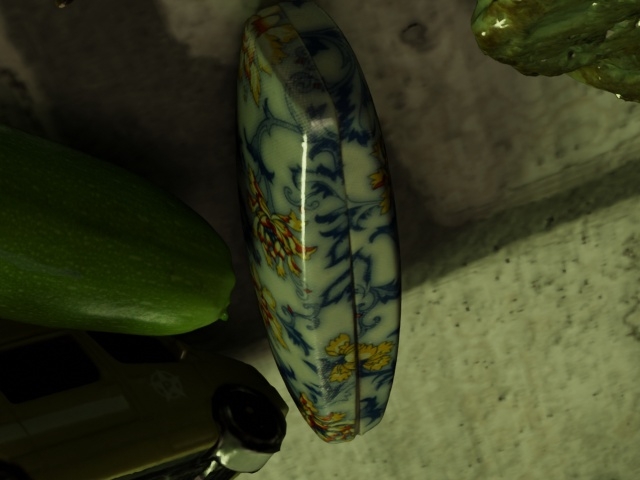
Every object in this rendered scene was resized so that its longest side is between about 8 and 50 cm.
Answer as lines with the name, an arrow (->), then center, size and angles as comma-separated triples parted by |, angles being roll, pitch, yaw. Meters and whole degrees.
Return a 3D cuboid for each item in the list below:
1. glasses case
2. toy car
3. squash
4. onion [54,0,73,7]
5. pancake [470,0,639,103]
glasses case -> 0.000, 0.000, 0.889 | 0.065, 0.087, 0.248 | -16, 143, -10
toy car -> -0.135, 0.096, 0.918 | 0.256, 0.124, 0.101 | -13, 151, -50
squash -> -0.160, -0.016, 0.804 | 0.292, 0.082, 0.082 | 18, 129, -39
onion -> -0.104, -0.152, 0.598 | 0.230, 0.163, 0.230 | -5, 139, -4
pancake -> 0.185, -0.101, 0.808 | 0.253, 0.037, 0.253 | -1, 167, 0
